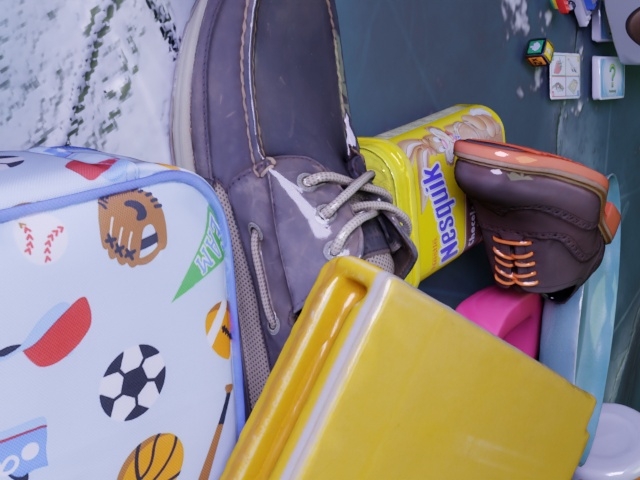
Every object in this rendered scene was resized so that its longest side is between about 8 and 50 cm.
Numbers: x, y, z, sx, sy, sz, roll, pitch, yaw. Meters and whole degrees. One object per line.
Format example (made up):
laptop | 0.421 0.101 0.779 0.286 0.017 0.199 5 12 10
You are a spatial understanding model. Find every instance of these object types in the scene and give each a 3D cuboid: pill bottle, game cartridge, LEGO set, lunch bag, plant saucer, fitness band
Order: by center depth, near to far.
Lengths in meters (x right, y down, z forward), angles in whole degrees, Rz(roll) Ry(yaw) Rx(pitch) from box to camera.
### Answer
lunch bag | -0.169 0.093 0.342 0.303 0.115 0.243 -20 118 -44
game cartridge | 0.051 0.190 0.497 0.324 0.053 0.285 32 83 -49
fitness band | 0.151 0.147 0.719 0.291 0.054 0.208 -11 106 -64
LEGO set | 0.293 -0.243 0.857 0.244 0.060 0.182 -13 103 -47
plant saucer | 0.287 0.084 0.876 0.318 0.044 0.317 -20 112 -61
pill bottle | 0.370 0.319 1.004 0.121 0.121 0.216 -44 129 -35

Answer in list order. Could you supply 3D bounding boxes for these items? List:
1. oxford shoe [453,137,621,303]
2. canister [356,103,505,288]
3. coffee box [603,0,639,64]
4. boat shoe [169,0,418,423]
oxford shoe | 0.171 -0.007 0.626 0.271 0.097 0.098 23 87 -53
canister | 0.081 -0.035 0.637 0.170 0.073 0.126 -27 118 -45
coffee box | 0.446 -0.386 0.736 0.338 0.335 0.338 32 67 -59
boat shoe | 0.000 0.000 0.503 0.132 0.130 0.355 -20 112 -46
